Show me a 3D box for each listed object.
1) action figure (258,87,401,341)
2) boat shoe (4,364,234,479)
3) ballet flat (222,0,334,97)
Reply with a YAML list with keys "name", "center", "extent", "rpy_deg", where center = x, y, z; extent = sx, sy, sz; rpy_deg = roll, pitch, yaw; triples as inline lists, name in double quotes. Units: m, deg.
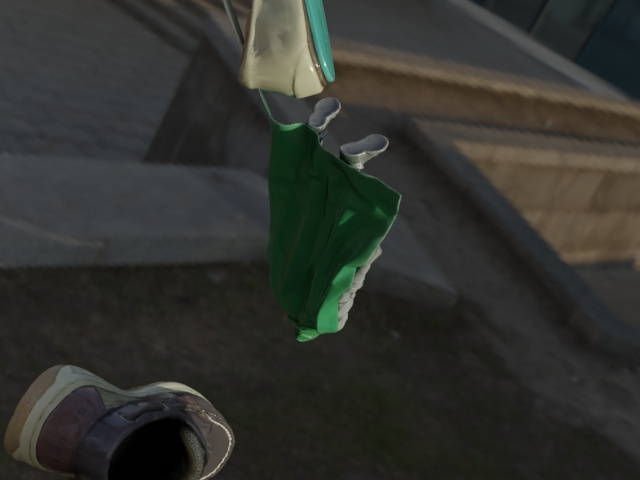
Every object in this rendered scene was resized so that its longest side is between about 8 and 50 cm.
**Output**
- name: "action figure"
  center: [0.000, 0.000, 1.028]
  extent: [0.063, 0.232, 0.137]
  rpy_deg: [-31, 60, -31]
- name: "boat shoe"
  center: [-0.131, 0.163, 1.037]
  extent: [0.092, 0.103, 0.285]
  rpy_deg: [31, -3, 24]
- name: "ballet flat"
  center: [-0.041, -0.226, 1.037]
  extent: [0.086, 0.086, 0.248]
  rpy_deg: [12, 67, -42]
